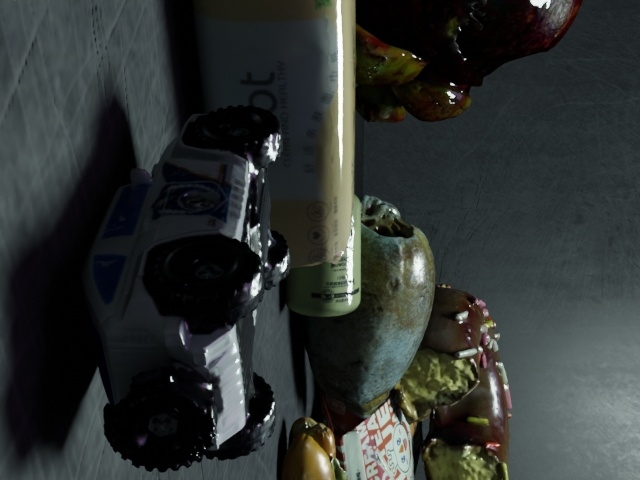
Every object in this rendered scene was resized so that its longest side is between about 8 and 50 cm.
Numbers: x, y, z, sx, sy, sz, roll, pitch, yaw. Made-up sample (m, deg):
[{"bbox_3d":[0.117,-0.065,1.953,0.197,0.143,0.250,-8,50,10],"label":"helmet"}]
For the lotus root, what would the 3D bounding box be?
[{"bbox_3d":[0.041,0.099,1.158,0.158,0.140,0.322,42,-42,38],"label":"lotus root"}]

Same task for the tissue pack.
[{"bbox_3d":[-0.023,-0.114,0.608,0.186,0.090,0.222,-87,177,-54],"label":"tissue pack"}]

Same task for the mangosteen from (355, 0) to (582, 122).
[{"bbox_3d":[0.167,-0.382,1.416,0.381,0.421,0.381,53,11,-14],"label":"mangosteen"}]

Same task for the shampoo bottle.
[{"bbox_3d":[0.002,-0.008,1.003,0.079,0.079,0.162,-66,157,-78],"label":"shampoo bottle"}]

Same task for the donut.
[{"bbox_3d":[0.203,0.216,1.463,0.259,0.136,0.345,-60,140,-59],"label":"donut"}]

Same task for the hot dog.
[{"bbox_3d":[-0.004,0.304,1.048,0.100,0.068,0.249,-75,164,-68],"label":"hot dog"}]

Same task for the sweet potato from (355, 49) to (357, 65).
[{"bbox_3d":[0.001,-0.186,1.000,0.269,0.075,0.075,-83,173,-74],"label":"sweet potato"}]

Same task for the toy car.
[{"bbox_3d":[-0.051,0.017,0.392,0.170,0.070,0.080,-86,175,-55],"label":"toy car"}]

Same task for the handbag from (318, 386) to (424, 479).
[{"bbox_3d":[0.058,0.282,1.435,0.298,0.151,0.171,-47,133,-71],"label":"handbag"}]
